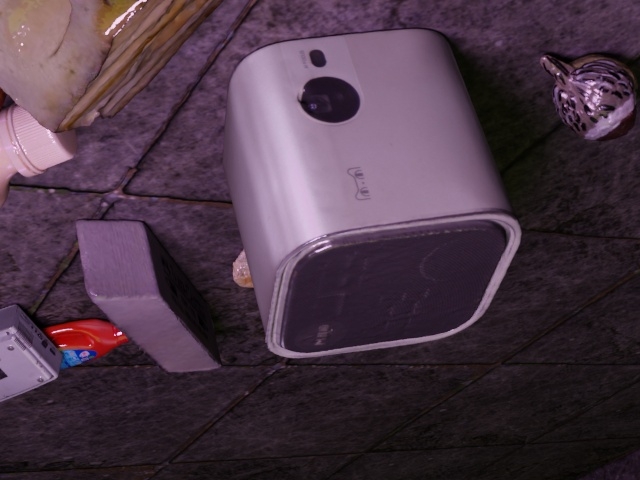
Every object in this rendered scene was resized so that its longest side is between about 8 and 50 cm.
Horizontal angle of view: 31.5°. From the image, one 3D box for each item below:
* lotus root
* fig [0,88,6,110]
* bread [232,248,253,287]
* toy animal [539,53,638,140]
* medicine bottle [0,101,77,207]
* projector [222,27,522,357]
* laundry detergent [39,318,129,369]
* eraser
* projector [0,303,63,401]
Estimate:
[{"bbox_3d":[-0.174,-0.215,0.911,0.314,0.142,0.210,-40,179,36],"label":"lotus root"},{"bbox_3d":[-0.321,-0.142,0.989,0.089,0.088,0.125,-10,178,-9],"label":"fig"},{"bbox_3d":[0.000,0.000,1.522,0.182,0.039,0.251,4,149,-34],"label":"bread"},{"bbox_3d":[0.305,-0.163,1.286,0.137,0.098,0.098,10,145,-40],"label":"toy animal"},{"bbox_3d":[-0.363,-0.071,1.108,0.252,0.114,0.114,-19,154,10],"label":"medicine bottle"},{"bbox_3d":[0.043,-0.045,1.195,0.249,0.249,0.248,-8,148,-13],"label":"projector"},{"bbox_3d":[-0.343,0.142,1.628,0.165,0.049,0.097,-16,148,-3],"label":"laundry detergent"},{"bbox_3d":[-0.216,0.081,1.491,0.077,0.111,0.352,-16,154,5],"label":"eraser"},{"bbox_3d":[-0.447,0.164,1.552,0.147,0.061,0.115,-22,126,14],"label":"projector"}]
